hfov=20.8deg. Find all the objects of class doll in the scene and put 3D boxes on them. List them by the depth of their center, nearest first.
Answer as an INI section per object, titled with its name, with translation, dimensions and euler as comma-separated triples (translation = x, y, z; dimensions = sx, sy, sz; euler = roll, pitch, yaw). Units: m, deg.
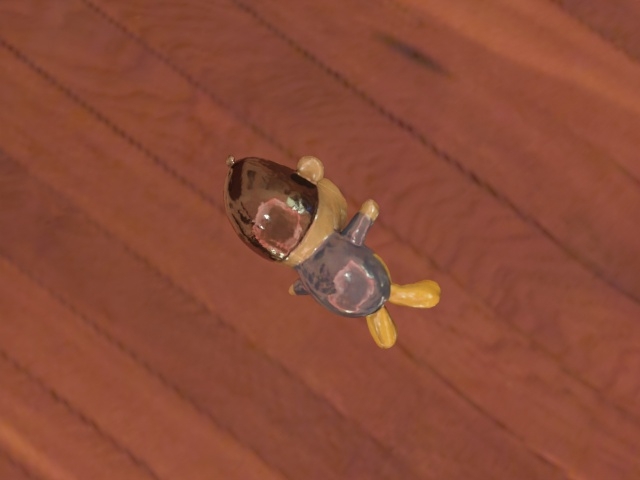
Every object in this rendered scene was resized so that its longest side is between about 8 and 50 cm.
[doll]
translation = 0.000, 0.000, 1.255
dimensions = 0.179, 0.089, 0.102
euler = 41, 117, -6
